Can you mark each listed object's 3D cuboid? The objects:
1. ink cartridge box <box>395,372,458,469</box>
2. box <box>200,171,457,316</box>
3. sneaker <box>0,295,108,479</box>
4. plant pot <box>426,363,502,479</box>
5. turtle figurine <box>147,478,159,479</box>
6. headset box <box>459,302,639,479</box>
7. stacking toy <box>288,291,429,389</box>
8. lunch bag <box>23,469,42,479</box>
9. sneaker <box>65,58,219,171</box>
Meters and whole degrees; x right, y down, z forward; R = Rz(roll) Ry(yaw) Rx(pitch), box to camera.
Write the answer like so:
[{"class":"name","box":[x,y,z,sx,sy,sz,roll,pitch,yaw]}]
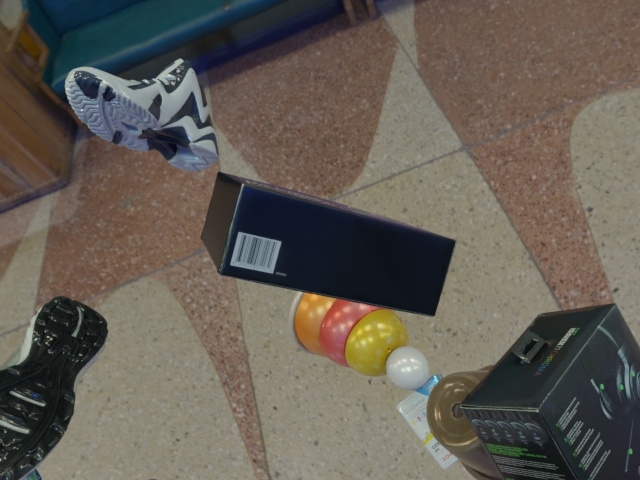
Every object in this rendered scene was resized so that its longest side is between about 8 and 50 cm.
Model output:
[{"class":"ink cartridge box","box":[0.389,0.574,1.600,0.171,0.168,0.233,-41,68,5]},{"class":"box","box":[0.000,0.000,0.615,0.184,0.261,0.103,-156,80,-68]},{"class":"sneaker","box":[-0.308,0.171,0.516,0.108,0.100,0.271,-52,14,18]},{"class":"plant pot","box":[0.343,0.374,1.031,0.263,0.229,0.263,-27,51,38]},{"class":"turtle figurine","box":[-0.437,0.741,1.262,0.118,0.175,0.234,-31,25,34]},{"class":"headset box","box":[0.359,0.258,0.690,0.246,0.283,0.131,-33,4,-33]},{"class":"stacking toy","box":[0.153,0.300,1.524,0.350,0.351,0.480,-42,40,-11]},{"class":"lunch bag","box":[-0.617,0.414,0.878,0.176,0.090,0.219,-40,86,-9]},{"class":"sneaker","box":[-0.243,-0.210,0.711,0.094,0.235,0.153,-27,60,33]}]
